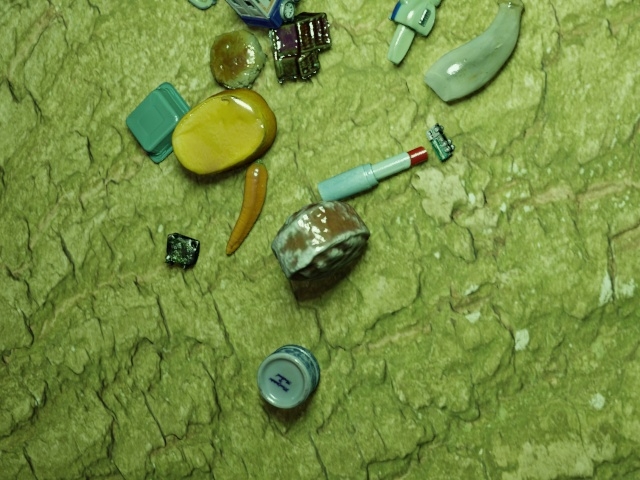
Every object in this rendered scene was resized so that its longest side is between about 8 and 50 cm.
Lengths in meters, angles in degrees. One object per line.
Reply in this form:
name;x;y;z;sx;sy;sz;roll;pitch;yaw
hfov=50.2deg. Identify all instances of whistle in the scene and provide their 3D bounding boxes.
whistle;0.214;-0.524;1.566;0.092;0.110;0.244;38;109;43

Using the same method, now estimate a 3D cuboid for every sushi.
sushi;-0.371;0.031;1.841;0.083;0.056;0.085;14;100;8

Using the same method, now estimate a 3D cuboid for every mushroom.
mushroom;0.364;-0.425;1.535;0.270;0.103;0.118;-43;89;7

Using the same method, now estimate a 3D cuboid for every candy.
candy;0.000;0.000;1.601;0.214;0.289;0.157;-34;79;15

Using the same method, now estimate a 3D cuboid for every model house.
model house;-0.045;-0.477;1.657;0.152;0.106;0.165;-5;109;12

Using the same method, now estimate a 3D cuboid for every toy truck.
toy truck;0.281;-0.232;1.611;0.044;0.039;0.083;-31;89;32
toy truck;-0.109;-0.640;1.578;0.124;0.155;0.268;20;82;34

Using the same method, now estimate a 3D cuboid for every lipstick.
lipstick;0.129;-0.162;1.653;0.274;0.068;0.061;-21;83;12

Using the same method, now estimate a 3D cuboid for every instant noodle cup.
instant noodle cup;-0.432;-0.315;1.810;0.179;0.070;0.157;-40;83;19

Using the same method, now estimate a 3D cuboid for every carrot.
carrot;-0.186;-0.078;1.769;0.066;0.062;0.271;10;106;-17

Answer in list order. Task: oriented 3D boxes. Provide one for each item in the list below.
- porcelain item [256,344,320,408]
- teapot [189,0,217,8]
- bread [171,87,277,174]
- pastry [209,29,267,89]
porcelain item;-0.079;0.347;1.754;0.147;0.114;0.147;2;95;16
teapot;-0.286;-0.650;1.702;0.149;0.111;0.108;-38;99;13
bread;-0.243;-0.269;1.714;0.269;0.142;0.195;-25;100;15
pastry;-0.211;-0.454;1.714;0.153;0.081;0.153;4;102;17
